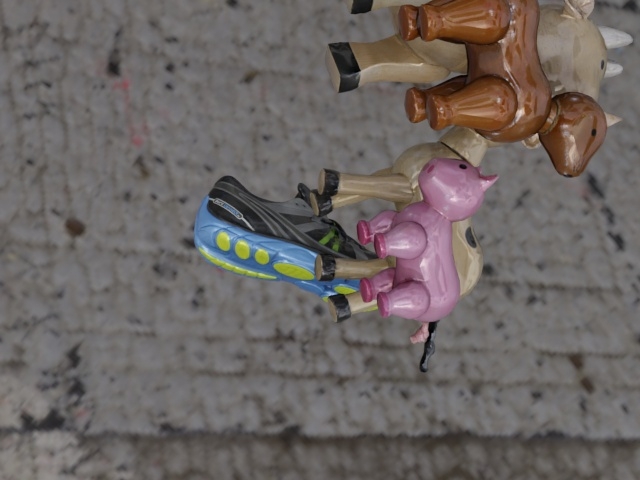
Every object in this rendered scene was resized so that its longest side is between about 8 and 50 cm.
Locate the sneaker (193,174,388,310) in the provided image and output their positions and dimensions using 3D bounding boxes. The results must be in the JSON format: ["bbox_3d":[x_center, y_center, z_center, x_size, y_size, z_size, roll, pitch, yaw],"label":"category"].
[{"bbox_3d":[0.000,0.000,1.104,0.188,0.067,0.078,19,61,-19],"label":"sneaker"}]

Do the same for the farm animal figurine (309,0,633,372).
[{"bbox_3d":[0.090,-0.117,0.940,0.172,0.330,0.327,-9,71,-16],"label":"farm animal figurine"}]
